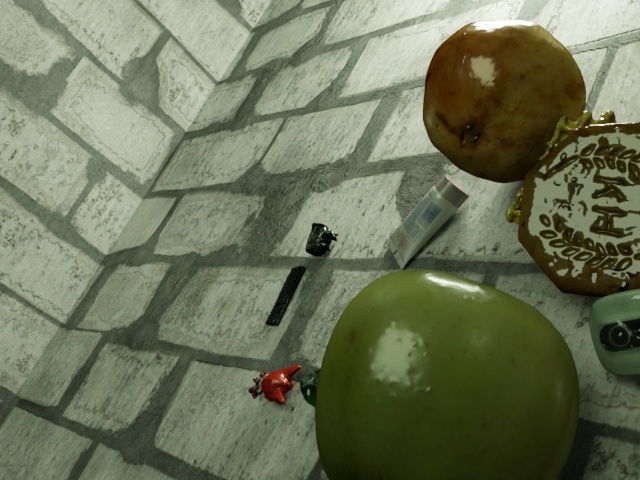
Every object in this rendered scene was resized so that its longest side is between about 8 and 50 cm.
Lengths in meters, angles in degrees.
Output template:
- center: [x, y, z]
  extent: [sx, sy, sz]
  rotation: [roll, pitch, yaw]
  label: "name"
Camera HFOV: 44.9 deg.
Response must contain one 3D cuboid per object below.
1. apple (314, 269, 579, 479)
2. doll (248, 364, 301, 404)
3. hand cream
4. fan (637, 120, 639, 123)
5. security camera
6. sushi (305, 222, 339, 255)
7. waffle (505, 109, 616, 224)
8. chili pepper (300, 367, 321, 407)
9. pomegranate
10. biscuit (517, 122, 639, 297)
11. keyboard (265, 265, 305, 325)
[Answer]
- center: [0.204, 0.282, 1.311]
  extent: [0.473, 0.473, 0.474]
  rotation: [-31, 36, 25]
  label: "apple"
- center: [-0.124, 0.365, 1.961]
  extent: [0.169, 0.057, 0.109]
  rotation: [-8, 46, 45]
  label: "doll"
- center: [0.264, -0.048, 1.947]
  extent: [0.248, 0.083, 0.133]
  rotation: [-48, 30, 20]
  label: "hand cream"
- center: [0.694, -0.233, 1.689]
  extent: [0.133, 0.005, 0.085]
  rotation: [-16, 45, 39]
  label: "fan"
- center: [0.597, 0.138, 1.279]
  extent: [0.301, 0.080, 0.157]
  rotation: [-19, 79, 39]
  label: "security camera"
- center: [0.000, 0.000, 2.211]
  extent: [0.084, 0.056, 0.083]
  rotation: [7, 60, 54]
  label: "sushi"
- center: [0.522, -0.120, 1.580]
  extent: [0.309, 0.065, 0.284]
  rotation: [-17, 85, 20]
  label: "waffle"
- center: [0.034, 0.357, 1.781]
  extent: [0.108, 0.062, 0.216]
  rotation: [-53, 34, -8]
  label: "chili pepper"
- center: [0.432, -0.326, 1.773]
  extent: [0.410, 0.410, 0.410]
  rotation: [-31, 36, 25]
  label: "pomegranate"
- center: [0.541, -0.061, 1.457]
  extent: [0.358, 0.046, 0.360]
  rotation: [-10, 69, 28]
  label: "biscuit"
- center: [-0.101, 0.155, 2.201]
  extent: [0.060, 0.018, 0.196]
  rotation: [-9, 48, 49]
  label: "keyboard"
